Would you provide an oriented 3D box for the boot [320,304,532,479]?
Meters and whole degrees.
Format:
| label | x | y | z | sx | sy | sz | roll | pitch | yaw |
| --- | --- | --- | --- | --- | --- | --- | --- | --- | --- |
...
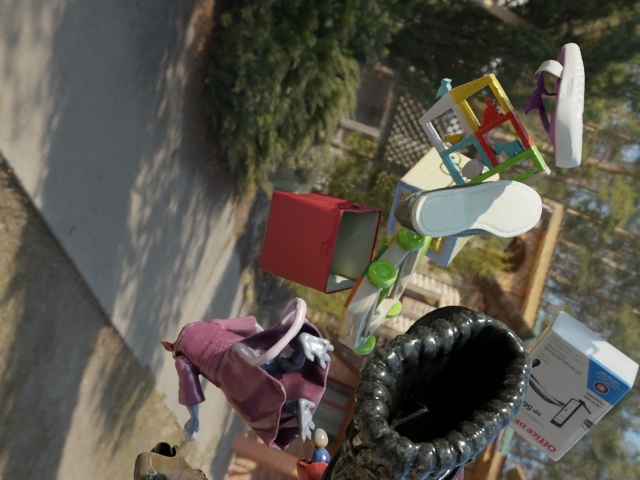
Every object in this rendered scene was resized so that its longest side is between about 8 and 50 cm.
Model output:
| label | x | y | z | sx | sy | sz | roll | pitch | yaw |
| --- | --- | --- | --- | --- | --- | --- | --- | --- | --- |
| boot | 0.126 | 0.137 | 0.696 | 0.348 | 0.131 | 0.260 | -51 | 163 | -41 |

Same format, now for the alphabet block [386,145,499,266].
| label | x | y | z | sx | sy | sz | roll | pitch | yaw |
| --- | --- | --- | --- | --- | --- | --- | --- | --- | --- |
| alphabet block | 0.303 | -0.092 | 1.722 | 0.197 | 0.192 | 0.193 | -43 | 157 | -37 |

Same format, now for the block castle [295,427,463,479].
| label | x | y | z | sx | sy | sz | roll | pitch | yaw |
| --- | --- | --- | --- | --- | --- | --- | --- | --- | --- |
| block castle | 0.028 | 0.377 | 0.973 | 0.453 | 0.303 | 0.213 | 21 | 60 | -64 |

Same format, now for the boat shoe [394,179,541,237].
| label | x | y | z | sx | sy | sz | roll | pitch | yaw |
| --- | --- | --- | --- | --- | --- | --- | --- | --- | --- |
| boat shoe | 0.283 | -0.059 | 1.300 | 0.091 | 0.305 | 0.109 | 10 | -77 | 62 |

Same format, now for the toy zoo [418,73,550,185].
| label | x | y | z | sx | sy | sz | roll | pitch | yaw |
| --- | --- | --- | --- | --- | --- | --- | --- | --- | --- |
| toy zoo | 0.346 | -0.229 | 1.515 | 0.192 | 0.293 | 0.030 | -29 | -178 | 33 |

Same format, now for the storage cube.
| label | x | y | z | sx | sy | sz | roll | pitch | yaw |
| --- | --- | --- | --- | --- | --- | --- | --- | --- | --- |
| storage cube | 0.000 | 0.000 | 1.571 | 0.183 | 0.193 | 0.215 | -5 | 109 | -56 |

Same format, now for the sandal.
| label | x | y | z | sx | sy | sz | roll | pitch | yaw |
| --- | --- | --- | --- | --- | --- | --- | --- | --- | --- |
| sandal | 0.427 | -0.262 | 1.266 | 0.416 | 0.102 | 0.169 | -56 | 143 | -60 |

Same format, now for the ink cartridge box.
| label | x | y | z | sx | sy | sz | roll | pitch | yaw |
| --- | --- | --- | --- | --- | --- | --- | --- | --- | --- |
| ink cartridge box | 0.394 | 0.242 | 1.135 | 0.086 | 0.148 | 0.203 | -32 | 155 | -54 |

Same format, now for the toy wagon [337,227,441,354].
| label | x | y | z | sx | sy | sz | roll | pitch | yaw |
| --- | --- | --- | --- | --- | --- | --- | --- | --- | --- |
| toy wagon | 0.154 | 0.082 | 1.463 | 0.344 | 0.068 | 0.267 | -47 | 160 | -36 |

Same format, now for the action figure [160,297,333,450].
| label | x | y | z | sx | sy | sz | roll | pitch | yaw |
| --- | --- | --- | --- | --- | --- | --- | --- | --- | --- |
| action figure | -0.171 | 0.227 | 1.243 | 0.248 | 0.370 | 0.276 | -56 | 143 | -28 |

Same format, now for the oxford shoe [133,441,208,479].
| label | x | y | z | sx | sy | sz | roll | pitch | yaw |
| --- | --- | --- | --- | --- | --- | --- | --- | --- | --- |
| oxford shoe | -0.253 | 0.400 | 1.198 | 0.227 | 0.082 | 0.096 | 62 | 18 | -67 |
